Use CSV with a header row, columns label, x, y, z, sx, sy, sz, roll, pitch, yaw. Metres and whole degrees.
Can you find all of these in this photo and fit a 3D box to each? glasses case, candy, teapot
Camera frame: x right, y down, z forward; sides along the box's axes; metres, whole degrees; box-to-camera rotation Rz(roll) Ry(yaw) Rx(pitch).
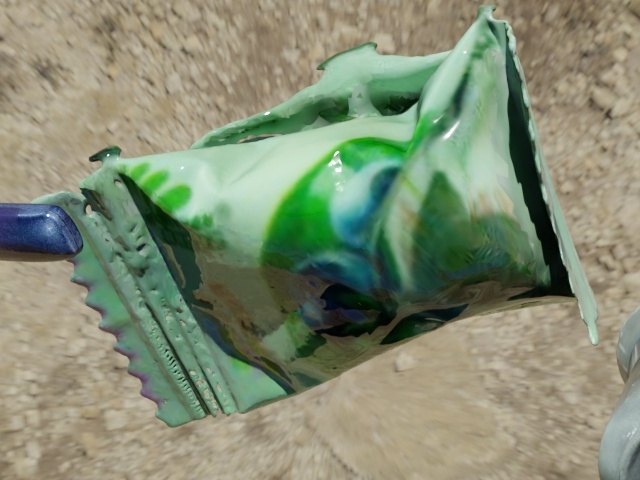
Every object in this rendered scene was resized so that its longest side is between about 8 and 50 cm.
label,x,y,z,sx,sy,sz,roll,pitch,yaw
glasses case,-0.171,-0.003,0.890,0.083,0.033,0.023,1,46,27
candy,-0.001,0.004,1.244,0.397,0.172,0.263,-20,112,12
teapot,0.321,0.162,1.409,0.171,0.225,0.203,15,115,2
